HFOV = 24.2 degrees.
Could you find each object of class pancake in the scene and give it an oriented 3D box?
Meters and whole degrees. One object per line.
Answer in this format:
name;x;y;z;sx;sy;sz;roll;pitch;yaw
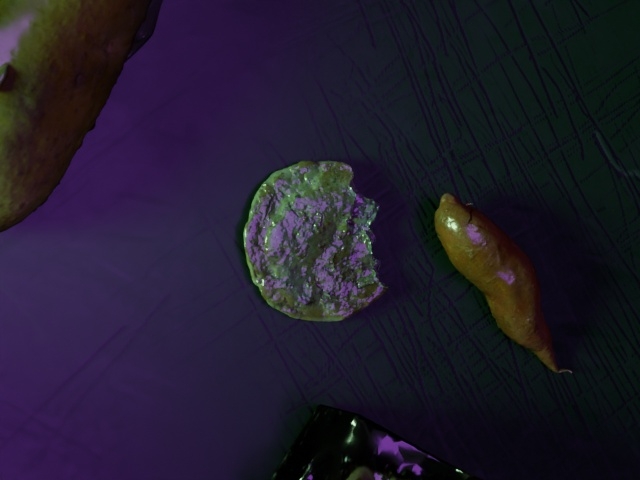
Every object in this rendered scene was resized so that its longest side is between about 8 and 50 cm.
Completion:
pancake;-0.005;0.001;1.177;0.116;0.022;0.129;-7;93;-16

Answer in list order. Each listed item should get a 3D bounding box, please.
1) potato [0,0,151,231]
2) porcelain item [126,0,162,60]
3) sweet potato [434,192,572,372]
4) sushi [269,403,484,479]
potato;-0.229;-0.130;1.024;0.160;0.111;0.272;29;92;3
porcelain item;-0.152;-0.183;1.108;0.081;0.069;0.216;36;85;-21
sweet potato;0.153;0.038;1.219;0.056;0.056;0.195;-38;108;-14
sushi;0.061;0.279;1.105;0.215;0.212;0.227;32;80;-16
